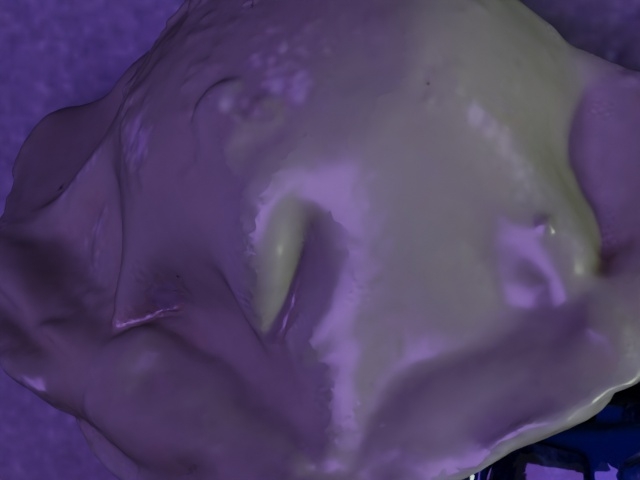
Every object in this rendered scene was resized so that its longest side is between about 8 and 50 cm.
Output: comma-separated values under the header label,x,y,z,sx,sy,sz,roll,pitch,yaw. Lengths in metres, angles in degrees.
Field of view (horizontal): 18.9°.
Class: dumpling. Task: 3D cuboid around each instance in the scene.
label,x,y,z,sx,sy,sz,roll,pitch,yaw
dumpling,0.000,0.000,0.608,0.258,0.193,0.147,2,142,25

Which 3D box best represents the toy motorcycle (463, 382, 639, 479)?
label,x,y,z,sx,sy,sz,roll,pitch,yaw
toy motorcycle,0.120,0.076,0.627,0.254,0.135,0.092,0,102,13
